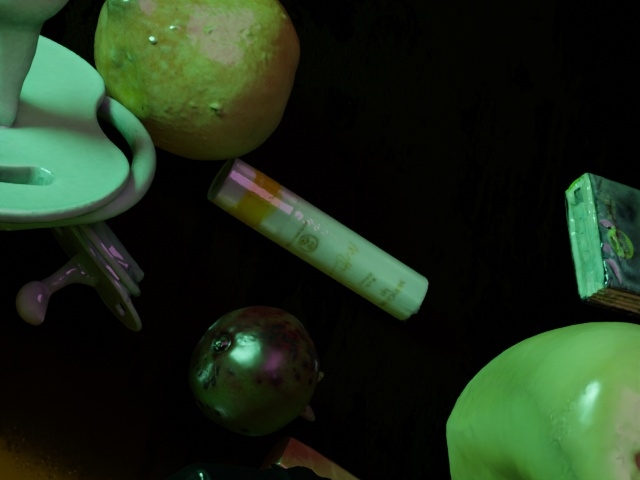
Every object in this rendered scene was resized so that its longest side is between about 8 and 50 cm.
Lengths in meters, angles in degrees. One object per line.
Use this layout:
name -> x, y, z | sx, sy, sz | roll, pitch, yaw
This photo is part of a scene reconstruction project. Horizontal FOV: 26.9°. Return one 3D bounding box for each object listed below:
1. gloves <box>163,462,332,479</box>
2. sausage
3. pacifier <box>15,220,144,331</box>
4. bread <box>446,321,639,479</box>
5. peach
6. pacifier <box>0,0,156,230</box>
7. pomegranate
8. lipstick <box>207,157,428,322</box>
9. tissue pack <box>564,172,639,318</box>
gloves -> -0.110, 0.273, 1.149 | 0.197, 0.152, 0.301 | 23, 38, 37
sausage -> 0.020, 0.260, 1.314 | 0.169, 0.065, 0.065 | 35, 47, -11
pacifier -> -0.230, 0.036, 1.248 | 0.116, 0.127, 0.150 | -36, 94, -20
bread -> 0.301, 0.244, 1.319 | 0.253, 0.376, 0.348 | -30, 89, -17
peach -> -0.133, -0.199, 1.389 | 0.232, 0.232, 0.232 | 19, 53, -27
pacifier -> -0.271, -0.156, 1.188 | 0.288, 0.269, 0.343 | 5, 37, -26
pomegranate -> -0.048, 0.129, 1.302 | 0.159, 0.129, 0.129 | 10, 57, -33
lipstick -> 0.000, 0.000, 1.468 | 0.264, 0.059, 0.059 | 33, 48, -17
tissue pack -> 0.434, 0.022, 1.769 | 0.235, 0.073, 0.173 | 16, 55, -28
